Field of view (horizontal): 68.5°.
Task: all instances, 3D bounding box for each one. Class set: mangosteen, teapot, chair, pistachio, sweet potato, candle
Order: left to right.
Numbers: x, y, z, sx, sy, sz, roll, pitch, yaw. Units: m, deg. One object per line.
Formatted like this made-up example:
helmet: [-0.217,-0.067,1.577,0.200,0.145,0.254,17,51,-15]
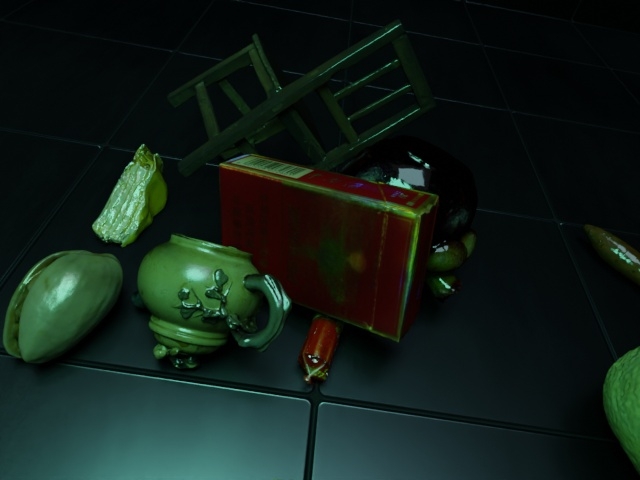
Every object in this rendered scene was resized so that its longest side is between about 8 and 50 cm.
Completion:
pistachio: [-0.355,0.086,0.659,0.124,0.124,0.185,23,61,12]
teapot: [-0.165,0.094,0.659,0.269,0.182,0.173,15,-3,27]
chair: [-0.047,-0.253,0.856,0.416,0.203,0.240,-30,47,11]
candle: [0.000,0.156,0.700,0.052,0.052,0.130,17,45,5]
mangosteen: [0.154,-0.041,0.802,0.288,0.233,0.287,28,21,-12]
sweet potato: [0.626,0.058,0.927,0.057,0.057,0.264,-18,53,-27]

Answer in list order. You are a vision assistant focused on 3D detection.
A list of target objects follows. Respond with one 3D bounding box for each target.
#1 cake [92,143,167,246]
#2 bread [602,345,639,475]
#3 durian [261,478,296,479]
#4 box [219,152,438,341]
cake: [-0.326,-0.084,0.835,0.080,0.116,0.185,24,41,10]
bread: [0.533,0.203,0.581,0.321,0.320,0.237,-5,54,-17]
durian: [-0.034,0.320,0.477,0.261,0.153,0.186,18,23,10]
box: [-0.001,0.001,0.696,0.313,0.197,0.089,17,28,25]
